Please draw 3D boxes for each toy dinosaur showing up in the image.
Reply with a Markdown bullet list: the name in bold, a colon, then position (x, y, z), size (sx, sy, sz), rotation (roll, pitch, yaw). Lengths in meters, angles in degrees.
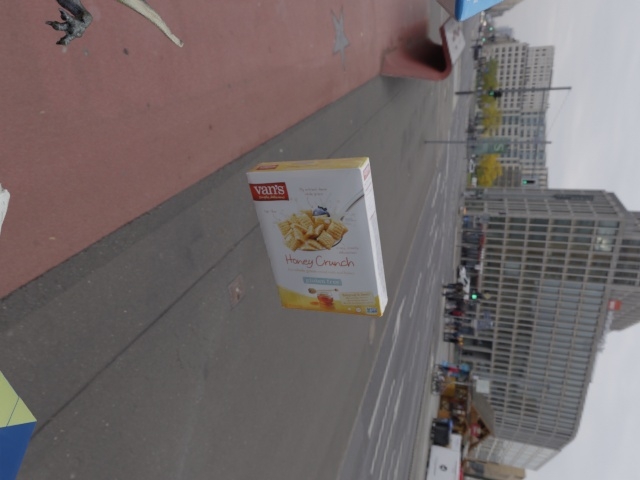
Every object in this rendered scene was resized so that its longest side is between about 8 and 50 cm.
- **toy dinosaur**: position (-0.261, -0.270, 0.421), size (0.268, 0.064, 0.118), rotation (35, 44, -33)

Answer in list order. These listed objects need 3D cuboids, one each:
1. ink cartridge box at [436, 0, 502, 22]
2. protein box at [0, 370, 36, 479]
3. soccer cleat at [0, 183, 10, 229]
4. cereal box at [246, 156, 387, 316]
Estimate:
- **ink cartridge box**: position (0.307, -0.506, 0.508), size (0.285, 0.394, 0.166), rotation (65, -1, -61)
- **protein box**: position (-0.423, 0.232, 0.389), size (0.200, 0.201, 0.136), rotation (-124, -159, -60)
- **soccer cleat**: position (-0.261, -0.009, 0.302), size (0.076, 0.196, 0.068), rotation (-43, 141, 1)
- **cereal box**: position (0.000, 0.000, 0.630), size (0.047, 0.172, 0.240), rotation (-55, 139, -52)
